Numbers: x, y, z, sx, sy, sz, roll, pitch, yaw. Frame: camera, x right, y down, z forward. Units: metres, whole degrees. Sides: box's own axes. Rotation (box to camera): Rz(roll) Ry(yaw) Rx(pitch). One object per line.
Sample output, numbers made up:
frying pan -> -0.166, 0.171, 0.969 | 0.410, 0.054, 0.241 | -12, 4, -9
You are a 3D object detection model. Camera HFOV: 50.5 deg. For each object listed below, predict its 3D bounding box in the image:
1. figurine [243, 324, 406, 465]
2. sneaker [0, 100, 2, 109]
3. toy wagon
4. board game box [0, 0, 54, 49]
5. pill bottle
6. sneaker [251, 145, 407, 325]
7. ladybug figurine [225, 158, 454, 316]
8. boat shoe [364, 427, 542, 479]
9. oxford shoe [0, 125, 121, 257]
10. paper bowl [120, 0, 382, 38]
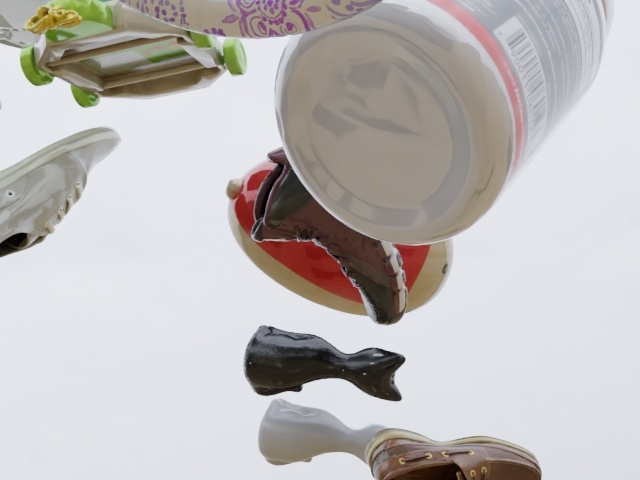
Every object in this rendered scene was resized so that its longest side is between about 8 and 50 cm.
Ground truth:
figurine -> 0.016, 0.225, 0.923 | 0.210, 0.092, 0.214 | 4, -61, 19
sneaker -> -0.782, -0.277, 1.465 | 0.171, 0.075, 0.063 | -19, -78, -9
toy wagon -> -0.265, -0.261, 0.920 | 0.267, 0.068, 0.344 | -9, -6, 12
board game box -> -0.430, -0.406, 1.233 | 0.390, 0.050, 0.390 | 9, -8, -30
pill bottle -> 0.140, -0.167, 0.639 | 0.363, 0.210, 0.210 | -41, -19, -42
sneaker -> 0.000, 0.000, 0.840 | 0.163, 0.106, 0.281 | -22, -71, -17
ladybug figurine -> 0.049, -0.031, 1.220 | 0.450, 0.305, 0.162 | 16, -34, -14
boat shoe -> 0.132, 0.228, 0.656 | 0.178, 0.060, 0.064 | 9, -73, -9
oxford shoe -> -0.488, -0.070, 1.163 | 0.169, 0.449, 0.130 | -33, -78, 36
paper bowl -> -0.028, -0.254, 0.318 | 0.284, 0.148, 0.284 | 11, -54, 15
